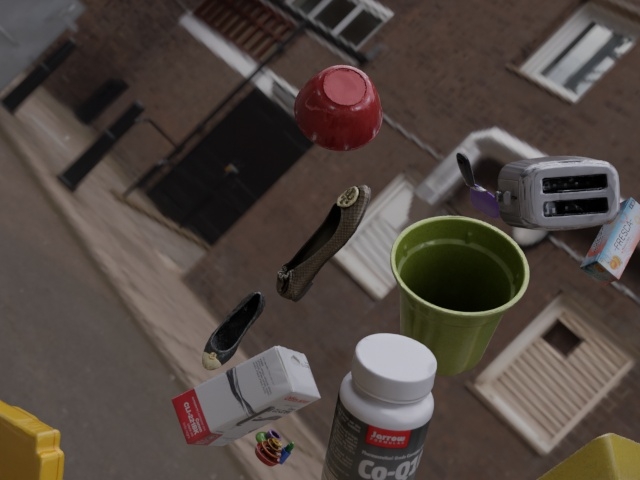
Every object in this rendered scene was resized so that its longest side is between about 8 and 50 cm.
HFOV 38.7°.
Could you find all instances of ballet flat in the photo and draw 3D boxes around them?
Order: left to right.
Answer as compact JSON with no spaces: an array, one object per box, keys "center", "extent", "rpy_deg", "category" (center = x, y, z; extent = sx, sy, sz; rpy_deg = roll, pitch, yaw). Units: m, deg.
[{"center":[-0.163,0.161,1.672],"extent":[0.057,0.173,0.049],"rpy_deg":[31,-18,13],"category":"ballet flat"},{"center":[0.000,0.000,1.595],"extent":[0.058,0.249,0.084],"rpy_deg":[32,16,-20],"category":"ballet flat"}]

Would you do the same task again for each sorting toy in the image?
[{"center":[-0.075,0.341,1.526],"extent":[0.061,0.042,0.102],"rpy_deg":[37,10,-7],"category":"sorting toy"}]

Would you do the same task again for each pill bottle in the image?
[{"center":[0.100,0.312,1.538],"extent":[0.161,0.283,0.161],"rpy_deg":[8,27,-4],"category":"pill bottle"}]

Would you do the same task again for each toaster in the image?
[{"center":[0.425,-0.081,1.591],"extent":[0.146,0.227,0.129],"rpy_deg":[-95,-178,-83],"category":"toaster"}]

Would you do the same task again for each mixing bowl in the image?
[{"center":[0.043,-0.279,1.803],"extent":[0.181,0.181,0.098],"rpy_deg":[45,-22,12],"category":"mixing bowl"}]

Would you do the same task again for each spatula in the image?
[{"center":[0.331,-0.119,1.954],"extent":[0.084,0.030,0.296],"rpy_deg":[37,-2,28],"category":"spatula"}]

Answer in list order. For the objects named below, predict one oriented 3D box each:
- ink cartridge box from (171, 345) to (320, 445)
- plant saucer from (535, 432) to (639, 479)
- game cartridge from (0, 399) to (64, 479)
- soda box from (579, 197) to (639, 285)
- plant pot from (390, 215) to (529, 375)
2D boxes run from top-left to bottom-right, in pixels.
[{"center":[-0.161,0.353,2.043],"extent":[0.114,0.273,0.197],"rpy_deg":[65,11,20],"category":"ink cartridge box"},{"center":[0.411,0.459,1.505],"extent":[0.333,0.333,0.081],"rpy_deg":[26,28,-52],"category":"plant saucer"},{"center":[-0.485,0.369,1.326],"extent":[0.324,0.285,0.053],"rpy_deg":[13,9,39],"category":"game cartridge"},{"center":[0.597,0.002,1.845],"extent":[0.063,0.183,0.058],"rpy_deg":[40,-28,-7],"category":"soda box"},{"center":[0.268,0.134,1.878],"extent":[0.276,0.276,0.253],"rpy_deg":[44,-33,34],"category":"plant pot"}]
